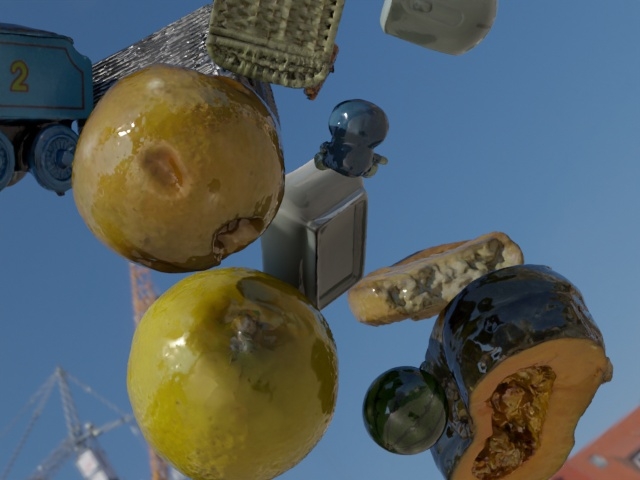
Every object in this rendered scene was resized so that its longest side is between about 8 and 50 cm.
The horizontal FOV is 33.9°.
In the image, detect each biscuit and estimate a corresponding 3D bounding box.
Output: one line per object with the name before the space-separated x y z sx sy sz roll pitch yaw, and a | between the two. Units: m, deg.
biscuit | 0.168 0.066 1.622 0.274 0.091 0.213 -22 3 -16

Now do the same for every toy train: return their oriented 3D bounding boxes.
toy train | -0.501 -0.198 1.582 0.300 0.188 0.265 -9 -79 -54

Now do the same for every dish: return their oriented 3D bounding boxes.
dish | 0.000 0.000 1.260 0.151 0.077 0.212 -34 -36 -31

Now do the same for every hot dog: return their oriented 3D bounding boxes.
hot dog | 0.004 -0.299 1.849 0.049 0.037 0.122 107 -173 -74

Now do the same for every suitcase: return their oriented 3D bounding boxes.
suitcase | -0.248 -0.223 1.756 0.335 0.229 0.152 -23 -27 16

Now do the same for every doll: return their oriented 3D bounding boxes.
doll | 0.040 -0.104 1.092 0.076 0.050 0.083 11 -78 -13

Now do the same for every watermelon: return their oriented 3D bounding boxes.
watermelon | 0.097 0.185 1.167 0.109 0.109 0.109 -30 -31 -20

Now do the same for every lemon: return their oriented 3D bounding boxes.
lemon | -0.092 0.141 1.142 0.240 0.240 0.219 -29 -15 -21

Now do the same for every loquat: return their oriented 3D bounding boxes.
loquat | -0.132 -0.078 1.018 0.213 0.213 0.213 -30 -31 -20

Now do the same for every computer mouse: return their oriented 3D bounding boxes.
computer mouse | 0.191 -0.351 1.599 0.231 0.079 0.128 -1 -58 -43

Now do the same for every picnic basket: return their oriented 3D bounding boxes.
picnic basket | -0.047 -0.264 1.105 0.134 0.196 0.154 12 -61 -10

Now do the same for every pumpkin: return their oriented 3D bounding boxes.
pumpkin | 0.245 0.173 1.277 0.222 0.139 0.317 -10 -49 -17
